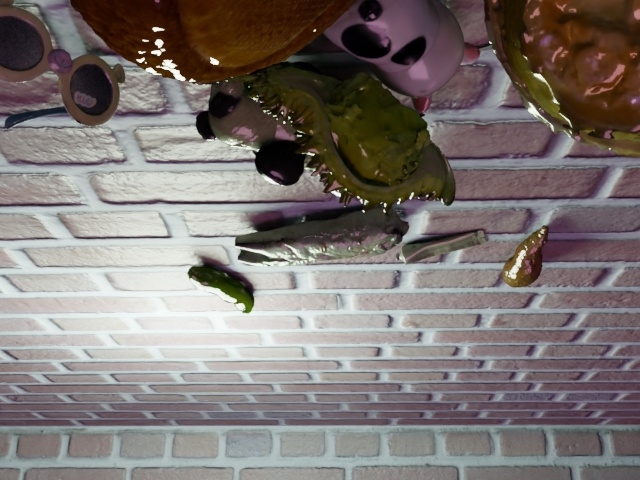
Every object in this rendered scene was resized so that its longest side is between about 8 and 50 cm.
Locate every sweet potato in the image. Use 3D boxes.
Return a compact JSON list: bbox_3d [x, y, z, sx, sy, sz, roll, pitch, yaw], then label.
[{"bbox_3d":[0.381,0.043,1.348,0.068,0.068,0.226,2,154,-3],"label":"sweet potato"}]

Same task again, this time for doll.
[{"bbox_3d":[0.080,-0.220,0.764,0.110,0.107,0.180,-38,146,21],"label":"doll"},{"bbox_3d":[-0.028,-0.142,0.881,0.234,0.144,0.135,7,-164,-34],"label":"doll"}]

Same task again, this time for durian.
[{"bbox_3d":[0.040,-0.108,0.792,0.375,0.106,0.132,23,104,-38],"label":"durian"}]

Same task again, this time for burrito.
[{"bbox_3d":[-0.001,0.000,1.262,0.309,0.066,0.096,-9,148,18],"label":"burrito"}]

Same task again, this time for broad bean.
[{"bbox_3d":[-0.191,0.102,1.497,0.065,0.047,0.254,-11,153,21],"label":"broad bean"}]

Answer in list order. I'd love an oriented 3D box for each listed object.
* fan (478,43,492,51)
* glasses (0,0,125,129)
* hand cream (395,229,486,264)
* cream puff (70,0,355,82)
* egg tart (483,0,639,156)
[{"bbox_3d":[0.237,-0.235,0.840,0.175,0.005,0.113,-11,152,22],"label":"fan"},{"bbox_3d":[-0.371,-0.176,0.877,0.220,0.088,0.189,-18,149,33],"label":"glasses"},{"bbox_3d":[0.218,0.012,1.332,0.165,0.037,0.057,-15,151,13],"label":"hand cream"},{"bbox_3d":[-0.068,-0.257,0.516,0.212,0.303,0.303,44,155,11],"label":"cream puff"},{"bbox_3d":[0.269,-0.197,0.633,0.314,0.120,0.315,21,131,26],"label":"egg tart"}]
